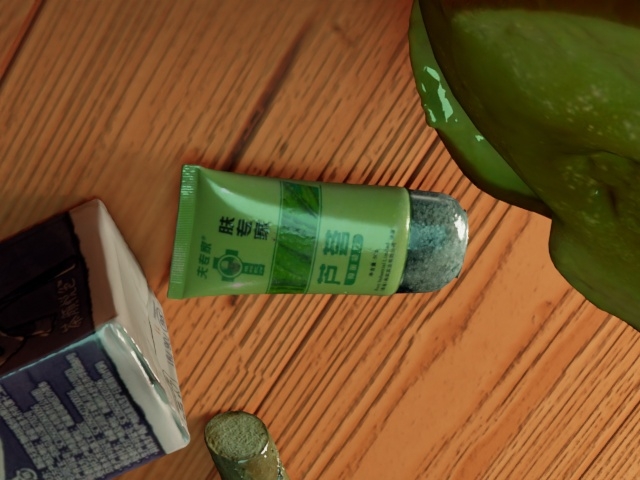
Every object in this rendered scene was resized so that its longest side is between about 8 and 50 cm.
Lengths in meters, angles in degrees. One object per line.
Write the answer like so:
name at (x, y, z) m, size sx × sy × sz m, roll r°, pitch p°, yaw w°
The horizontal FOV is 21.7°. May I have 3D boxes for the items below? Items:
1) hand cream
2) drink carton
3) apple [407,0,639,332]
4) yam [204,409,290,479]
hand cream at (0.000, 0.000, 0.994) m, size 0.175 × 0.046 × 0.095 m, roll 1°, pitch 125°, yaw -13°
drink carton at (-0.199, 0.087, 0.946) m, size 0.222 × 0.134 × 0.102 m, roll -24°, pitch 126°, yaw 2°
apple at (0.206, -0.106, 0.798) m, size 0.384 × 0.374 × 0.374 m, roll -3°, pitch 124°, yaw -25°
yam at (-0.042, 0.153, 1.087) m, size 0.043 × 0.043 × 0.094 m, roll -21°, pitch 126°, yaw -1°
